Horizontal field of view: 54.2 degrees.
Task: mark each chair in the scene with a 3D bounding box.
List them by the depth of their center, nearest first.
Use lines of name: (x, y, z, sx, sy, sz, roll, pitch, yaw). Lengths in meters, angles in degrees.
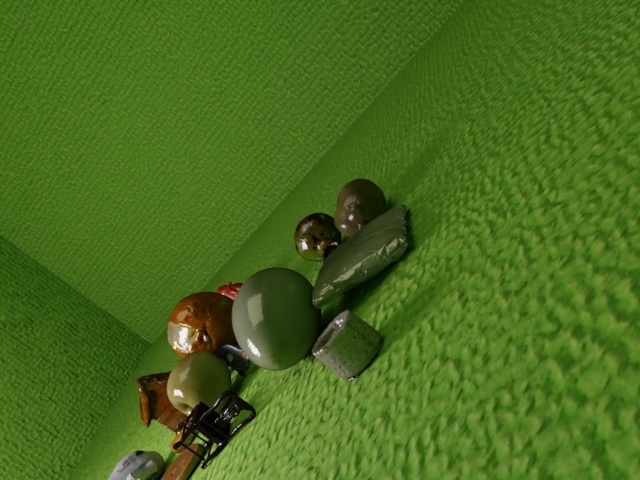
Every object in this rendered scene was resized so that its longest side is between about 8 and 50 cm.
chair: (-0.258, 0.449, 1.566, 0.229, 0.106, 0.113, -47, 14, 12)

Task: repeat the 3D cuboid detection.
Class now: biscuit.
biscuit: (-0.382, 0.625, 1.672, 0.221, 0.029, 0.142, -51, 13, 3)

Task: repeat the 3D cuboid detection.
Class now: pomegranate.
pomegranate: (-0.005, 0.000, 1.895, 0.156, 0.156, 0.220, -49, 16, 9)

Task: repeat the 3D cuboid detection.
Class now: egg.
egg: (-0.105, 0.193, 1.506, 0.218, 0.218, 0.295, -46, 25, 21)

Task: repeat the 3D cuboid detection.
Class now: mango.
mango: (-0.399, 0.583, 1.835, 0.089, 0.046, 0.060, -41, 10, -19)

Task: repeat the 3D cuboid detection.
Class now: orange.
orange: (-0.359, 0.278, 1.962, 0.240, 0.240, 0.240, -48, 12, 14)

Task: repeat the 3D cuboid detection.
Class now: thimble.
thimble: (0.051, 0.201, 1.203, 0.115, 0.090, 0.102, -43, 10, 40)

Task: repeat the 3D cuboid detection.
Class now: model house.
model house: (-0.488, 0.498, 1.993, 0.219, 0.229, 0.199, -50, 17, -1)

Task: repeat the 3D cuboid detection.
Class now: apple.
apple: (-0.345, 0.416, 1.791, 0.200, 0.200, 0.200, -48, 12, 14)

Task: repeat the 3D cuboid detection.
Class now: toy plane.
toy plane: (-0.571, 0.705, 1.817, 0.267, 0.123, 0.267, -33, -5, -3)

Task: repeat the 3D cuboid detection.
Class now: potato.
potato: (0.113, -0.090, 1.768, 0.200, 0.137, 0.155, -80, 1, -67)

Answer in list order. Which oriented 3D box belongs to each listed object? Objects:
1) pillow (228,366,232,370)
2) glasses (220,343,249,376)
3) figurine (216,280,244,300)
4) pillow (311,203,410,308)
pillow: (-0.250, 0.337, 2.036, 0.113, 0.038, 0.203, -44, 14, 30)
glasses: (-0.161, 0.257, 1.852, 0.234, 0.118, 0.268, -44, 4, 38)
figurine: (-0.346, 0.255, 2.340, 0.257, 0.181, 0.208, -43, -17, 2)
pillow: (0.107, 0.036, 1.527, 0.274, 0.076, 0.281, -36, 12, 17)
